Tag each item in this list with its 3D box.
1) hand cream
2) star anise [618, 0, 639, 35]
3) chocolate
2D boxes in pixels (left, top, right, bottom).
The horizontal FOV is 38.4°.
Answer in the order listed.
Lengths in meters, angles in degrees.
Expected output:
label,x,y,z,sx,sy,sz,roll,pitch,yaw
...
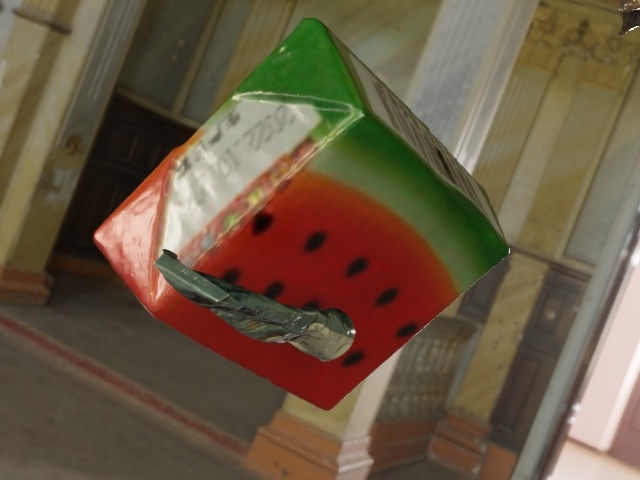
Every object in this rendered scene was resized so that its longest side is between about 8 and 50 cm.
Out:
label,x,y,z,sx,sy,sz,roll,pitch,yaw
hand cream,-0.041,0.059,0.799,0.075,0.052,0.248,0,-18,31
star anise,0.448,-0.410,1.249,0.081,0.262,0.230,4,-22,23
chocolate,0.000,0.000,1.027,0.360,0.341,0.161,37,15,-41
